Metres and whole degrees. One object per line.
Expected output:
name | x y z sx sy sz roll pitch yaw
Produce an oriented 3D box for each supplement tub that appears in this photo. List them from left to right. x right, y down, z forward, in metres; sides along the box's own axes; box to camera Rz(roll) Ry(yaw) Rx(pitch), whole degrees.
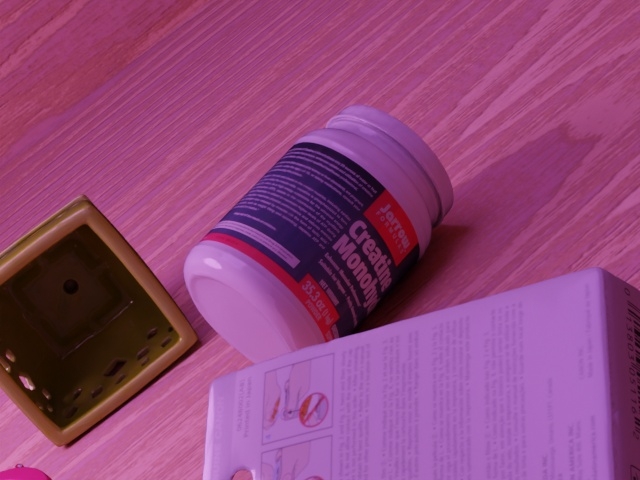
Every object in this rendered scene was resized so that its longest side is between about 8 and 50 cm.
supplement tub | 0.000 0.000 1.966 0.272 0.191 0.191 -47 24 -23

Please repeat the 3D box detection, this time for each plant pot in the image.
plant pot | -0.313 0.084 2.241 0.228 0.227 0.207 -37 16 0

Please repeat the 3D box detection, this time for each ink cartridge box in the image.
ink cartridge box | 0.076 0.215 1.369 0.385 0.091 0.308 -19 56 33

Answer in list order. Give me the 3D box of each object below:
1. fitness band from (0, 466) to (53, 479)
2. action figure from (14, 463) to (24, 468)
fitness band | -0.387 0.373 1.974 0.209 0.054 0.291 -15 34 34
action figure | -0.366 0.301 2.135 0.038 0.030 0.115 -36 19 15
